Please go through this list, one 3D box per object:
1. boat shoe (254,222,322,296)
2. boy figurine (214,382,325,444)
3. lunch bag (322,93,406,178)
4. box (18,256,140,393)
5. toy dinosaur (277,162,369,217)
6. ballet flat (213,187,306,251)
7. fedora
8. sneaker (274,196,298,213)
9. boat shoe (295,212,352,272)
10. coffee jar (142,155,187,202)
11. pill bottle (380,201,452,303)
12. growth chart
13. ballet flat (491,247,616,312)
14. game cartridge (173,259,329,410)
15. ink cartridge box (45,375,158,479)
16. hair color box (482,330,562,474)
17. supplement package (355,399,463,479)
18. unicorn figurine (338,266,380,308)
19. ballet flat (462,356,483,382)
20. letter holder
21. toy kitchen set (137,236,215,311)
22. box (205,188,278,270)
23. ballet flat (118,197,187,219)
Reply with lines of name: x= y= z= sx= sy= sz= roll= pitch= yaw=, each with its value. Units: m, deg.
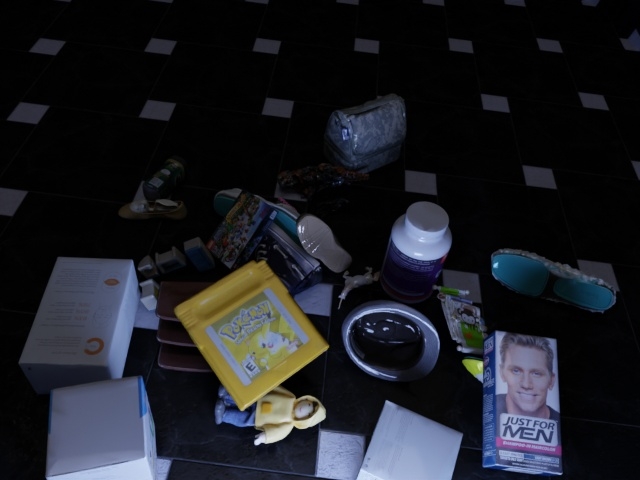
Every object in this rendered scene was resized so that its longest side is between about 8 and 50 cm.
boat shoe: x=-0.165 y=0.052 z=1.787 sx=0.341 sy=0.127 sz=0.158 roll=35 pitch=47 yaw=21
boy figurine: x=-0.130 y=0.449 z=1.471 sx=0.285 sy=0.092 sz=0.177 roll=7 pitch=46 yaw=4
lunch bag: x=0.171 y=-0.415 z=2.153 sx=0.305 sy=0.256 sz=0.212 roll=-23 pitch=55 yaw=-24
box: x=-0.643 y=0.230 z=1.549 sx=0.215 sy=0.168 sz=0.345 roll=3 pitch=48 yaw=-5
toy dinosaur: x=0.013 y=-0.225 z=2.049 sx=0.322 sy=0.164 sz=0.218 roll=-24 pitch=36 yaw=1
ballet flat: x=-0.172 y=-0.088 z=1.924 sx=0.400 sy=0.139 sz=0.139 roll=23 pitch=50 yaw=15
fedora: x=0.202 y=0.268 z=1.613 sx=0.276 sy=0.243 sz=0.124 roll=7 pitch=19 yaw=11
sneaker: x=-0.122 y=-0.102 z=1.993 sx=0.057 sy=0.047 sz=0.119 roll=-44 pitch=63 yaw=-12
boat shoe: x=0.000 y=0.000 z=1.783 sx=0.103 sy=0.285 sz=0.092 roll=-43 pitch=44 yaw=3
coffee jar: x=-0.548 y=-0.218 z=2.002 sx=0.079 sy=0.096 sz=0.184 roll=24 pitch=50 yaw=10
pill bottle: x=0.293 y=0.038 z=1.724 sx=0.182 sy=0.323 sz=0.181 roll=3 pitch=49 yaw=-4
growth chart: x=0.440 y=0.243 z=1.714 sx=0.172 sy=0.021 sz=0.237 roll=5 pitch=55 yaw=-31
ballet flat: x=0.751 y=0.127 z=1.853 sx=0.409 sy=0.147 sz=0.147 roll=21 pitch=50 yaw=8
game cartridge: x=-0.183 y=0.235 z=1.497 sx=0.285 sy=0.052 sz=0.323 roll=-33 pitch=75 yaw=-23
ink cartridge box: x=-0.487 y=0.473 z=1.287 sx=0.197 sy=0.270 sz=0.198 roll=-7 pitch=50 yaw=-14
hair color box: x=0.530 y=0.428 z=1.495 sx=0.174 sy=0.105 sz=0.347 roll=8 pitch=65 yaw=-1
supplement package: x=0.213 y=0.544 z=1.386 sx=0.203 sy=0.149 sz=0.194 roll=21 pitch=50 yaw=12
unicorn figurine: x=0.112 y=0.132 z=1.782 sx=0.162 sy=0.060 sz=0.111 roll=-28 pitch=20 yaw=11
ballet flat: x=0.516 y=0.397 z=1.606 sx=0.231 sy=0.077 sz=0.077 roll=15 pitch=62 yaw=5
letter holder: x=-0.305 y=0.245 z=1.590 sx=0.302 sy=0.152 sz=0.214 roll=2 pitch=51 yaw=-5
toy kitchen set: x=-0.436 y=0.118 z=1.732 sx=0.207 sy=0.122 sz=0.166 roll=-20 pitch=52 yaw=3
box: x=-0.254 y=-0.034 z=1.799 sx=0.159 sy=0.044 sz=0.233 roll=32 pitch=88 yaw=40
ballet flat: x=-0.574 y=-0.115 z=1.923 sx=0.232 sy=0.073 sz=0.080 roll=1 pitch=48 yaw=-6
